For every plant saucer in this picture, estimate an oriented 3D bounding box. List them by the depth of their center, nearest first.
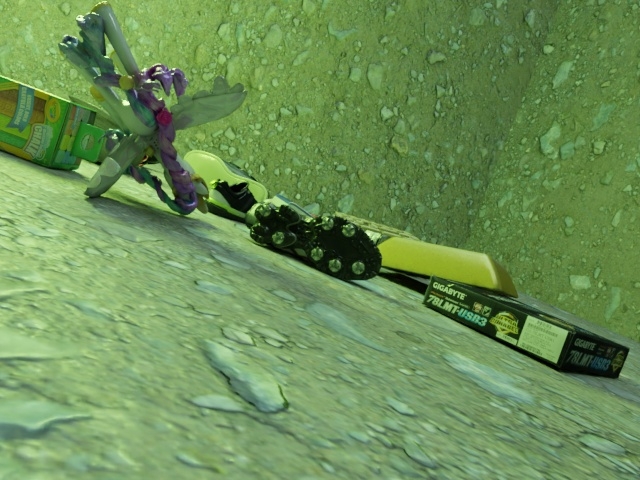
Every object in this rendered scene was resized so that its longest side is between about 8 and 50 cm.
[{"bbox_3d":[0.314,0.064,1.459,0.332,0.081,0.332,12,-2,26],"label":"plant saucer"}]

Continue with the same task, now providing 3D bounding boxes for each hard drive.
[{"bbox_3d":[-0.031,-0.048,1.643,0.210,0.040,0.318,36,1,-13],"label":"hard drive"}]

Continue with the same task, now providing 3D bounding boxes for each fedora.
[{"bbox_3d":[-0.581,-0.271,1.594,0.243,0.124,0.275,25,-3,25],"label":"fedora"}]

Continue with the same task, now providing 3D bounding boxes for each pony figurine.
[{"bbox_3d":[-0.306,-0.217,1.031,0.363,0.302,0.351,57,-11,-1],"label":"pony figurine"}]

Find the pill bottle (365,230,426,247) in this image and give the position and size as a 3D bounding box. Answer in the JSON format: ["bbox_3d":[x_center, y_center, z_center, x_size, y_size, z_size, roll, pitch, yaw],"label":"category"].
[{"bbox_3d":[0.221,0.026,1.759,0.193,0.108,0.108,24,6,40],"label":"pill bottle"}]

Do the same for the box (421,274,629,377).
[{"bbox_3d":[0.396,0.164,1.129,0.295,0.073,0.293,18,6,-44],"label":"box"}]

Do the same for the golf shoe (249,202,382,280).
[{"bbox_3d":[0.000,0.000,1.124,0.272,0.105,0.120,23,-2,20],"label":"golf shoe"}]

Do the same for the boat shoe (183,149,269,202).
[{"bbox_3d":[-0.329,-0.216,2.094,0.340,0.127,0.113,23,3,9],"label":"boat shoe"}]

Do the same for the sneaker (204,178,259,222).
[{"bbox_3d":[-0.180,-0.093,1.441,0.084,0.097,0.234,25,6,39],"label":"sneaker"}]

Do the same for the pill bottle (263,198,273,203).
[{"bbox_3d":[-0.140,-0.095,1.852,0.067,0.067,0.120,17,5,-35],"label":"pill bottle"}]

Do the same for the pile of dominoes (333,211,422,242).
[{"bbox_3d":[0.152,-0.022,1.642,0.251,0.040,0.196,17,8,0],"label":"pile of dominoes"}]

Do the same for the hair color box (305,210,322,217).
[{"bbox_3d":[-0.035,-0.076,2.204,0.167,0.053,0.093,19,5,-10],"label":"hair color box"}]

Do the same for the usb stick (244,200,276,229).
[{"bbox_3d":[-0.056,-0.020,1.275,0.278,0.077,0.045,23,-20,37],"label":"usb stick"}]

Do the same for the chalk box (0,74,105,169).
[{"bbox_3d":[-0.528,-0.217,1.128,0.213,0.132,0.132,19,4,-1],"label":"chalk box"}]

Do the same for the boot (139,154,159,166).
[{"bbox_3d":[-0.608,-0.289,1.993,0.236,0.085,0.178,8,14,-43],"label":"boot"}]
